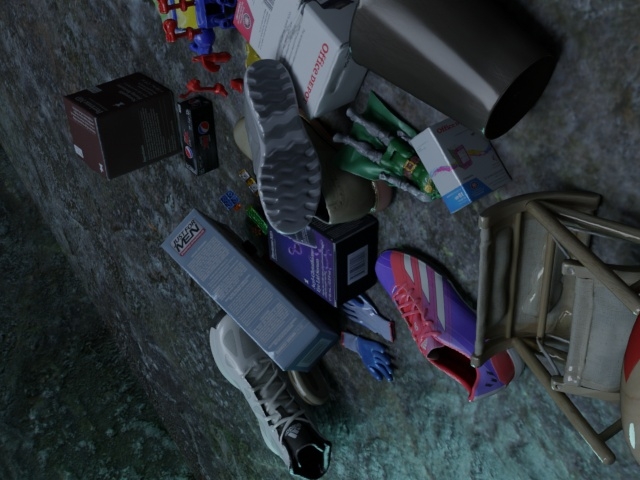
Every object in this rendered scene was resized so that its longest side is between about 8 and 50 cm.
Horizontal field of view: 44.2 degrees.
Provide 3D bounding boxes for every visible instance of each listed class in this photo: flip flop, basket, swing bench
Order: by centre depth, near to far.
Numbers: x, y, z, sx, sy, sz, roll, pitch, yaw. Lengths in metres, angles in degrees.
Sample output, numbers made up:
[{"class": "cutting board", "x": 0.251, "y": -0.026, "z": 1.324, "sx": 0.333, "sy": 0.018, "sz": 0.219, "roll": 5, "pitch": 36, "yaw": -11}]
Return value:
[{"class": "basket", "x": 0.170, "y": -0.245, "z": 1.013, "sx": 0.227, "sy": 0.154, "sz": 0.204, "roll": 45, "pitch": 146, "yaw": 21}, {"class": "swing bench", "x": 0.335, "y": 0.093, "z": 1.014, "sx": 0.254, "sy": 0.165, "sz": 0.253, "roll": 37, "pitch": 142, "yaw": 44}, {"class": "flip flop", "x": -0.052, "y": 0.237, "z": 1.762, "sx": 0.080, "sy": 0.112, "sz": 0.277, "roll": -35, "pitch": 80, "yaw": 33}]

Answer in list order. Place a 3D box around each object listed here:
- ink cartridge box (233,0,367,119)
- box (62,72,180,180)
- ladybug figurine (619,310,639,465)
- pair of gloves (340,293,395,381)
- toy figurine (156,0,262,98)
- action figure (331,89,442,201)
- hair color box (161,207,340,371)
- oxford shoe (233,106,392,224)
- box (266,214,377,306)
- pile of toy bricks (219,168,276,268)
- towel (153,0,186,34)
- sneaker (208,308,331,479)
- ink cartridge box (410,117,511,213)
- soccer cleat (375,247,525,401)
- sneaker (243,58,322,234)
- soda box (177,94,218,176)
[{"class": "ink cartridge box", "x": -0.025, "y": -0.343, "z": 1.266, "sx": 0.237, "sy": 0.100, "sz": 0.172, "roll": 52, "pitch": 149, "yaw": 17}, {"class": "box", "x": -0.469, "y": -0.275, "z": 1.877, "sx": 0.168, "sy": 0.203, "sz": 0.167, "roll": 33, "pitch": 137, "yaw": 39}, {"class": "ladybug figurine", "x": 0.445, "y": 0.057, "z": 0.724, "sx": 0.449, "sy": 0.305, "sz": 0.162, "roll": -59, "pitch": 30, "yaw": 36}, {"class": "pair of gloves", "x": 0.091, "y": 0.187, "z": 1.577, "sx": 0.159, "sy": 0.023, "sz": 0.198, "roll": 30, "pitch": 137, "yaw": 42}, {"class": "toy figurine", "x": -0.248, "y": -0.456, "z": 1.441, "sx": 0.217, "sy": 0.191, "sz": 0.362, "roll": 31, "pitch": 136, "yaw": 49}, {"class": "action figure", "x": 0.126, "y": -0.128, "z": 1.230, "sx": 0.232, "sy": 0.063, "sz": 0.137, "roll": 35, "pitch": 108, "yaw": 28}, {"class": "hair color box", "x": -0.143, "y": 0.107, "z": 1.652, "sx": 0.374, "sy": 0.113, "sz": 0.185, "roll": 43, "pitch": -178, "yaw": 18}, {"class": "oxford shoe", "x": -0.055, "y": -0.143, "z": 1.418, "sx": 0.397, "sy": 0.146, "sz": 0.140, "roll": 29, "pitch": 135, "yaw": 43}, {"class": "box", "x": 0.000, "y": 0.000, "z": 1.485, "sx": 0.207, "sy": 0.108, "sz": 0.153, "roll": 33, "pitch": 138, "yaw": 39}, {"class": "pile of toy bricks", "x": -0.124, "y": -0.038, "z": 1.664, "sx": 0.212, "sy": 0.118, "sz": 0.105, "roll": 50, "pitch": -179, "yaw": 3}, {"class": "towel", "x": -0.305, "y": -0.485, "z": 1.648, "sx": 0.152, "sy": 0.023, "sz": 0.113, "roll": -2, "pitch": 111, "yaw": 57}, {"class": "sneaker", "x": -0.085, "y": 0.352, "z": 1.786, "sx": 0.257, "sy": 0.169, "sz": 0.447, "roll": 24, "pitch": 143, "yaw": 63}, {"class": "ink cartridge box", "x": 0.199, "y": -0.114, "z": 1.120, "sx": 0.122, "sy": 0.088, "sz": 0.052, "roll": 60, "pitch": 149, "yaw": 4}, {"class": "soccer cleat", "x": 0.186, "y": 0.130, "z": 1.299, "sx": 0.318, "sy": 0.116, "sz": 0.109, "roll": 44, "pitch": 144, "yaw": 28}, {"class": "sneaker", "x": -0.065, "y": -0.150, "z": 1.297, "sx": 0.115, "sy": 0.105, "sz": 0.281, "roll": -178, "pitch": 80, "yaw": -79}, {"class": "soda box", "x": -0.272, "y": -0.233, "z": 1.756, "sx": 0.053, "sy": 0.060, "sz": 0.169, "roll": 33, "pitch": 138, "yaw": 37}]
